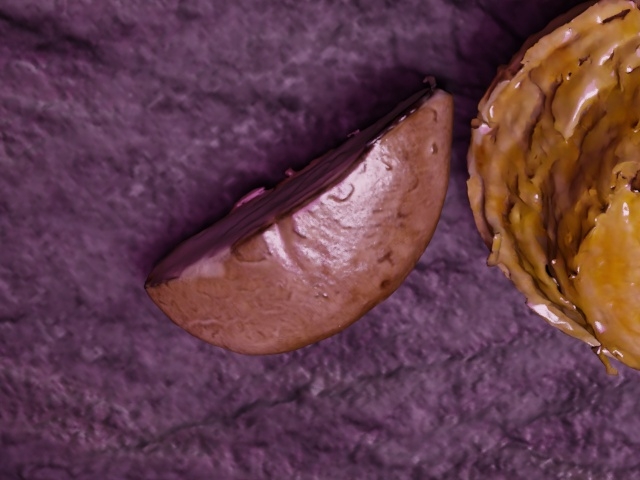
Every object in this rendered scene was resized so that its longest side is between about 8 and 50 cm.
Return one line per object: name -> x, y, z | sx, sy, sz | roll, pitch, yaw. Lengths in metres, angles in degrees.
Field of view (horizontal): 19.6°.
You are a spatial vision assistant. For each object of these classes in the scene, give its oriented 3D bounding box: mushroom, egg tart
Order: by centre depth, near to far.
egg tart -> 0.216, -0.008, 0.959 | 0.295, 0.116, 0.294 | 8, 127, 11
mushroom -> 0.001, 0.000, 1.033 | 0.210, 0.072, 0.094 | -31, 115, 13
